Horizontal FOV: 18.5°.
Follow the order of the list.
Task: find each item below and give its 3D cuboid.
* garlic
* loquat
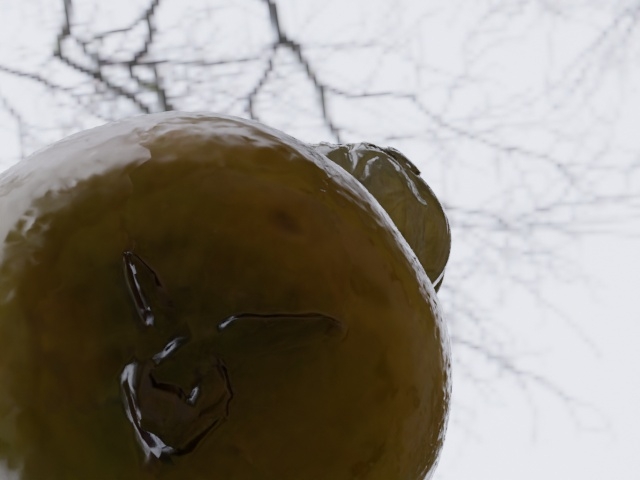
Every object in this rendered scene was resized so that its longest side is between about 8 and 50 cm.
[{"bbox_3d":[0.003,-0.001,1.641,0.228,0.228,0.152,17,-124,-45],"label":"garlic"},{"bbox_3d":[-0.091,0.088,1.195,0.328,0.359,0.328,1,-98,-4],"label":"loquat"}]
